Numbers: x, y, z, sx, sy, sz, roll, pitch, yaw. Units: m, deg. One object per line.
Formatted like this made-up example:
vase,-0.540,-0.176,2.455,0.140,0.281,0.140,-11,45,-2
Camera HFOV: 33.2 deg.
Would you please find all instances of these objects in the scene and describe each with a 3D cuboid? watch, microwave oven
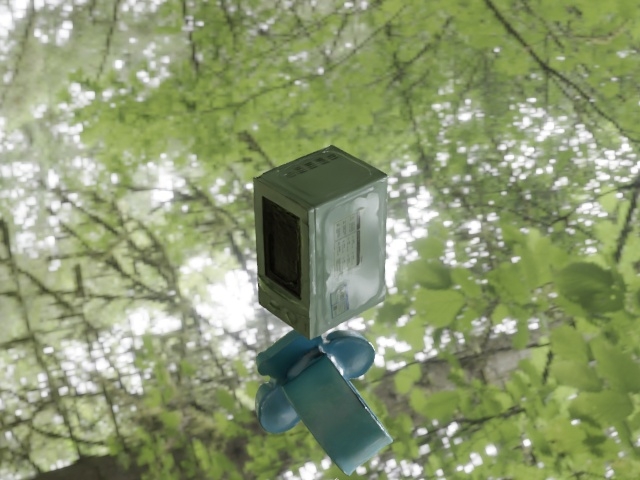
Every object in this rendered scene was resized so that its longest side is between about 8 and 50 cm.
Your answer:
watch,0.012,0.242,1.588,0.193,0.211,0.211,51,-51,44
microwave oven,0.000,0.000,1.445,0.122,0.162,0.208,31,-46,39

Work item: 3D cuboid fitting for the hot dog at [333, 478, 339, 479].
hot dog,-0.052,0.554,1.726,0.185,0.405,0.223,-41,-108,35
